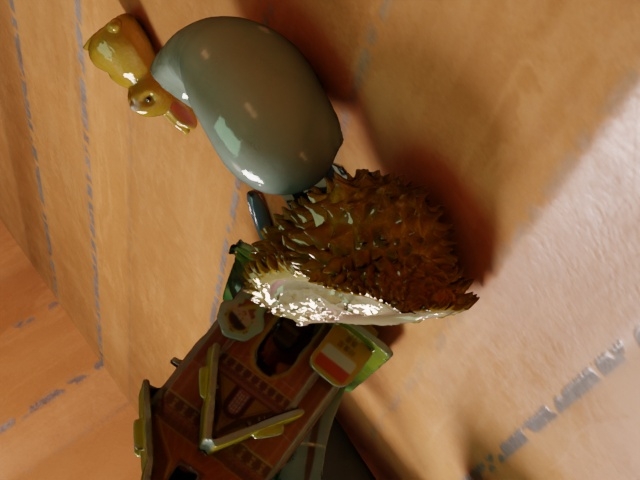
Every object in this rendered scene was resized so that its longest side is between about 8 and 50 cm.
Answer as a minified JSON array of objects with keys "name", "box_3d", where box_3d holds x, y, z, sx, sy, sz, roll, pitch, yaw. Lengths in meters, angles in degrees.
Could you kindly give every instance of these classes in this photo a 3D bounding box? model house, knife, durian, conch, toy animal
[{"name":"model house","box_3d":[-0.057,0.241,1.579,0.340,0.323,0.300,37,165,2]},{"name":"knife","box_3d":[-0.052,0.047,1.741,0.044,0.019,0.313,51,164,43]},{"name":"durian","box_3d":[0.037,0.012,1.244,0.250,0.183,0.138,-24,76,59]},{"name":"conch","box_3d":[-0.063,-0.125,1.295,0.221,0.121,0.185,49,166,44]},{"name":"toy animal","box_3d":[-0.203,-0.186,1.657,0.159,0.070,0.083,55,161,-11]}]

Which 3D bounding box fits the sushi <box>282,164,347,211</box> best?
[{"name":"sushi","box_3d":[0.000,0.000,1.478,0.192,0.040,0.210,63,161,-19]}]

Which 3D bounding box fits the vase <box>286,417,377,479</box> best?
[{"name":"vase","box_3d":[-0.029,0.325,1.850,0.291,0.245,0.245,59,163,13]}]
